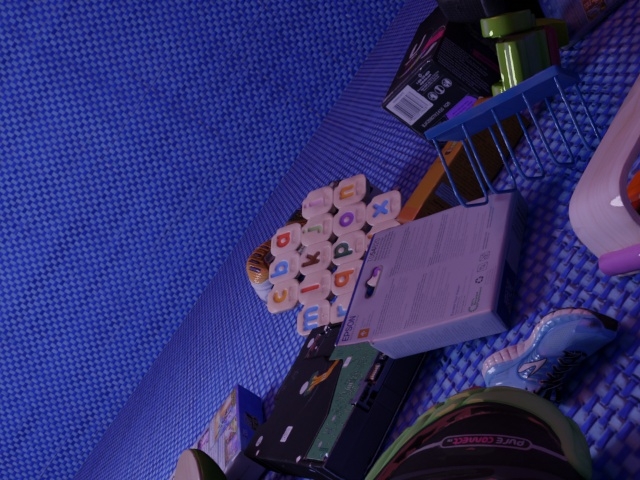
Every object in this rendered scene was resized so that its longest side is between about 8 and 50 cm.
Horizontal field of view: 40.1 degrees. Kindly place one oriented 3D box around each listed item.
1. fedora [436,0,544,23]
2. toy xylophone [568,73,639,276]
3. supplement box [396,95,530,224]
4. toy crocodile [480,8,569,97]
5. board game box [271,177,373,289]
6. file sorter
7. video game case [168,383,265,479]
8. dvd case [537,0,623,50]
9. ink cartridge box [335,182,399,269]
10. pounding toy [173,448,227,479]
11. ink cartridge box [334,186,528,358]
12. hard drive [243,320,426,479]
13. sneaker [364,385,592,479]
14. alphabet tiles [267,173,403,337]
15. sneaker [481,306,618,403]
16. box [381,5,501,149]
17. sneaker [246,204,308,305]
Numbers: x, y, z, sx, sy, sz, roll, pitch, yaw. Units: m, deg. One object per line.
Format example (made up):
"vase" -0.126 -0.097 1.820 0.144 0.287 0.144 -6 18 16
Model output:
"fedora" 0.274 -0.482 1.479 0.152 0.334 0.334 -3 46 34
"toy xylophone" 0.342 -0.119 0.803 0.323 0.081 0.236 -58 0 -3
"supplement box" 0.214 -0.104 1.318 0.233 0.080 0.078 -58 14 -2
"toy crocodile" 0.284 -0.256 1.193 0.105 0.115 0.340 -8 11 18
"board game box" 0.000 0.000 1.636 0.243 0.042 0.165 -62 15 -7
"file sorter" 0.237 -0.120 1.045 0.170 0.105 0.118 -26 -7 27
"video game case" -0.187 0.410 1.532 0.244 0.061 0.269 -55 13 8
"dvd case" 0.415 -0.429 1.292 0.253 0.022 0.181 -43 54 45
"ink cartridge box" 0.077 -0.036 1.675 0.104 0.061 0.181 -39 21 52
"pounding toy" -0.154 0.433 1.327 0.183 0.110 0.237 -155 70 -66
"ink cartridge box" 0.144 0.046 1.109 0.223 0.045 0.223 -17 34 34
"hard drive" 0.018 0.223 1.246 0.237 0.064 0.339 -61 13 -21
"sneaker" 0.032 0.323 0.678 0.483 0.185 0.202 -55 9 9
"alphabet tiles" 0.025 0.024 1.502 0.277 0.021 0.284 -18 55 31
"sneaker" 0.219 0.121 0.817 0.162 0.063 0.073 -49 31 43
"box" 0.245 -0.330 1.617 0.165 0.143 0.270 -40 20 50
"sneaker" -0.028 0.022 1.812 0.296 0.131 0.111 -38 42 -24
